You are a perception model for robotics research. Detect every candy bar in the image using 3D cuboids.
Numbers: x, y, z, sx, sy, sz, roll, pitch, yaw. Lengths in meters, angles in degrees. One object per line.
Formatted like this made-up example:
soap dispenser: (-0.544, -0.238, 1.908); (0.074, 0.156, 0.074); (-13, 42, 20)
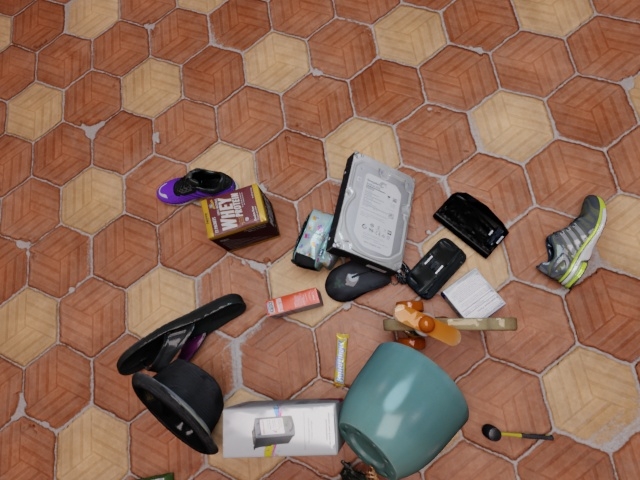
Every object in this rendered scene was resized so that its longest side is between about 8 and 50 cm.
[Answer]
candy bar: (0.063, 0.369, 1.307); (0.040, 0.018, 0.162); (3, 75, 9)

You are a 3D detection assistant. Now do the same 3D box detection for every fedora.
fedora: (-0.386, 0.466, 1.241); (0.334, 0.334, 0.152); (30, 51, 14)

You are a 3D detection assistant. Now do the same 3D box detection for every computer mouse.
computer mouse: (0.136, 0.098, 1.338); (0.272, 0.072, 0.189); (-27, 74, 1)

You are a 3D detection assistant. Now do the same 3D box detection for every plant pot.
plant pot: (0.189, 0.451, 1.085); (0.293, 0.293, 0.235); (41, 57, 16)

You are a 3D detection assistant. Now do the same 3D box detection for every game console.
game console: (0.405, 0.020, 1.328); (0.213, 0.044, 0.361); (42, 81, 16)

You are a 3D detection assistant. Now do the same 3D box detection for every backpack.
backpack: (0.000, 0.000, 1.335); (0.144, 0.166, 0.188); (12, 81, 10)

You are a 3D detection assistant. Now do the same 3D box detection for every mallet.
mallet: (0.549, 0.543, 1.186); (0.189, 0.062, 0.039); (6, 77, -5)

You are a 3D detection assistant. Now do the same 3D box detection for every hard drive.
hard drive: (0.164, -0.085, 1.308); (0.236, 0.064, 0.339); (22, 65, -17)

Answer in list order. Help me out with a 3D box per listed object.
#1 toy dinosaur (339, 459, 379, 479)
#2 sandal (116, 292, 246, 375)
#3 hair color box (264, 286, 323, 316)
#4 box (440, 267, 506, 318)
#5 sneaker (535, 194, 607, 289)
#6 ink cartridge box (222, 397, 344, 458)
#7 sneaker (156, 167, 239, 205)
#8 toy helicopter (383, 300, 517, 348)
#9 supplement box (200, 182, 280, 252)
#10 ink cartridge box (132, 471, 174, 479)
toy dinosaur: (0.127, 0.697, 1.109); (0.218, 0.164, 0.322); (19, 103, 32)
sandal: (-0.429, 0.316, 1.312); (0.445, 0.167, 0.107); (-30, 65, -1)
hair color box: (-0.081, 0.198, 1.334); (0.167, 0.093, 0.053); (-17, 73, 3)
box: (0.455, 0.175, 1.271); (0.126, 0.072, 0.137); (-36, 73, -2)
sneaker: (0.749, -0.011, 1.261); (0.121, 0.111, 0.300); (24, 78, 18)
ink cartridge box: (-0.091, 0.518, 1.184); (0.306, 0.226, 0.131); (-7, 73, 8)
sneaker: (-0.443, -0.197, 1.461); (0.293, 0.146, 0.102); (-6, 75, 7)
toy helicopter: (0.342, 0.225, 1.155); (0.355, 0.235, 0.140); (-6, 74, 26)
supplement box: (-0.254, -0.067, 1.375); (0.191, 0.194, 0.129); (-17, 74, 4)
ink cartridge box: (-0.544, 0.780, 1.267); (0.209, 0.062, 0.109); (-14, 75, 5)
